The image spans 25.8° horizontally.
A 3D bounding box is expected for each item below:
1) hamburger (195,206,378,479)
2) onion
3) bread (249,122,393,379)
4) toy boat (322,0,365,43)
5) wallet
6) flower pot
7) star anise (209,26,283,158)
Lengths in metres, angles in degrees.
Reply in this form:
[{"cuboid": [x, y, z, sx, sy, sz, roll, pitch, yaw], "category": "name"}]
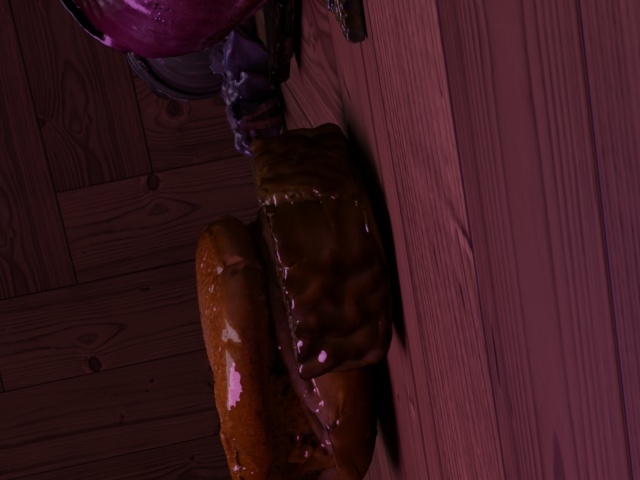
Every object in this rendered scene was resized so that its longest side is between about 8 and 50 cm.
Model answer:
[{"cuboid": [-0.034, 0.111, 1.448, 0.314, 0.170, 0.290, -105, 8, -46], "category": "hamburger"}, {"cuboid": [-0.139, -0.320, 1.293, 0.230, 0.256, 0.272, -49, 8, 50], "category": "onion"}, {"cuboid": [0.000, 0.000, 1.205, 0.222, 0.096, 0.181, -106, 6, -62], "category": "bread"}, {"cuboid": [0.013, -0.192, 1.047, 0.115, 0.016, 0.063, -110, 10, -63], "category": "toy boat"}, {"cuboid": [-0.045, -0.260, 1.525, 0.232, 0.031, 0.122, 103, 159, -75], "category": "wallet"}, {"cuboid": [-0.197, -0.350, 2.247, 0.140, 0.235, 0.236, -28, 73, 63], "category": "flower pot"}, {"cuboid": [-0.104, -0.206, 2.008, 0.236, 0.093, 0.229, -106, 5, -59], "category": "star anise"}]
